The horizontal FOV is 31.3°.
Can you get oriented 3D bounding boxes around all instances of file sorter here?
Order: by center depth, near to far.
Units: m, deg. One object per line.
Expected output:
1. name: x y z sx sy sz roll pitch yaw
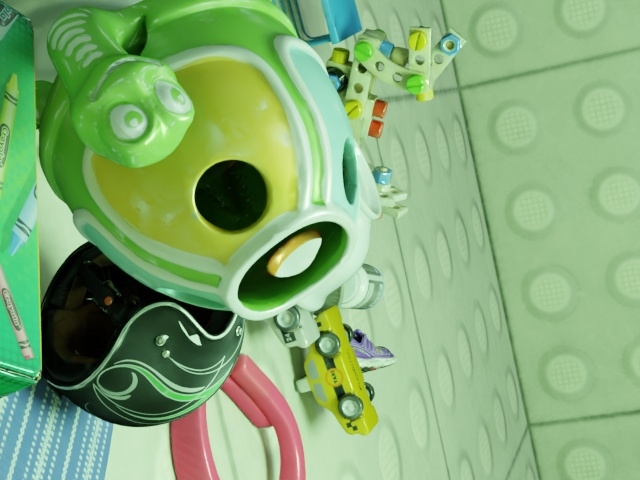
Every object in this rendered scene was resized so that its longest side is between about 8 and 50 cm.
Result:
1. file sorter: -0.012 -0.380 1.870 0.170 0.105 0.118 -49 126 -67

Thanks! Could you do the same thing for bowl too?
1. bowl: -0.009 -0.067 1.484 0.298 0.134 0.298 59 16 -28

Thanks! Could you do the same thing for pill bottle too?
1. pill bottle: 0.049 0.072 1.837 0.137 0.078 0.078 15 66 -69

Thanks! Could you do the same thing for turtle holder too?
1. turtle holder: -0.081 -0.077 0.876 0.227 0.243 0.320 53 -23 22

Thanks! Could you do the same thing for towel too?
1. towel: -0.273 0.144 0.939 0.243 0.040 0.336 -86 158 -43

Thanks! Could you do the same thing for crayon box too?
1. crayon box: -0.271 -0.018 0.750 0.081 0.165 0.278 29 45 -49

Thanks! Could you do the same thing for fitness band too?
1. fitness band: -0.094 0.261 1.368 0.291 0.054 0.209 56 32 -48

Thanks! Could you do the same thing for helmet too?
1. helmet: -0.152 0.084 1.016 0.161 0.169 0.169 23 56 -47

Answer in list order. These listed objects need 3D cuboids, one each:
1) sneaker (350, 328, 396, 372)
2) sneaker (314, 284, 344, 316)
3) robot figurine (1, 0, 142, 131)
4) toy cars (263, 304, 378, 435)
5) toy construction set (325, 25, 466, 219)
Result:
1. sneaker: 0.076 0.180 1.880 0.170 0.068 0.071 15 60 -69
2. sneaker: 0.000 0.000 1.727 0.118 0.083 0.222 -27 104 -71
3. robot figurine: -0.200 -0.257 1.101 0.300 0.200 0.353 101 -10 -61
4. toy cars: -0.030 0.127 1.578 0.176 0.087 0.393 -95 159 -47
5. toy construction set: 0.094 -0.203 1.852 0.151 0.215 0.327 -36 140 -76
